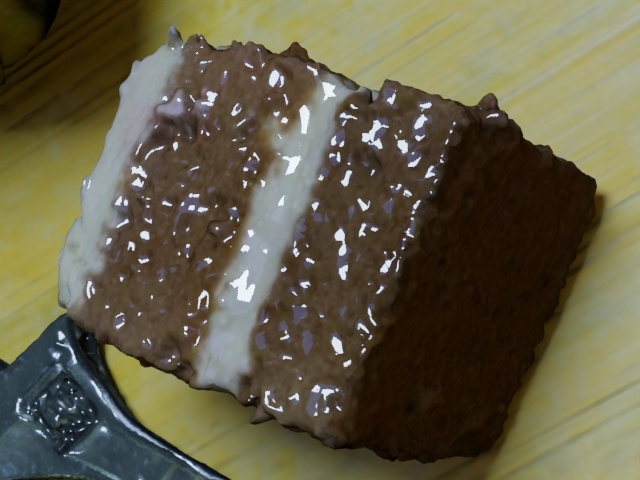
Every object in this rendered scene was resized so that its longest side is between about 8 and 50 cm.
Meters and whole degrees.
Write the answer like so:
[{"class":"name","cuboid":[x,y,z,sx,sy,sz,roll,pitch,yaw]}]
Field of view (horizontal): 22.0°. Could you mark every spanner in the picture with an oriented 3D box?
[{"class":"spanner","cuboid":[-0.042,0.110,0.656,0.325,0.026,0.093,25,91,26]}]

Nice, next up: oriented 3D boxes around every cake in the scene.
[{"class":"cake","cuboid":[0.000,0.000,0.602,0.147,0.135,0.135,25,91,32]}]

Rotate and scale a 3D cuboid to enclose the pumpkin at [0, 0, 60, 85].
[{"class":"pumpkin","cuboid":[-0.252,-0.168,0.687,0.303,0.256,0.225,-14,76,37]}]
